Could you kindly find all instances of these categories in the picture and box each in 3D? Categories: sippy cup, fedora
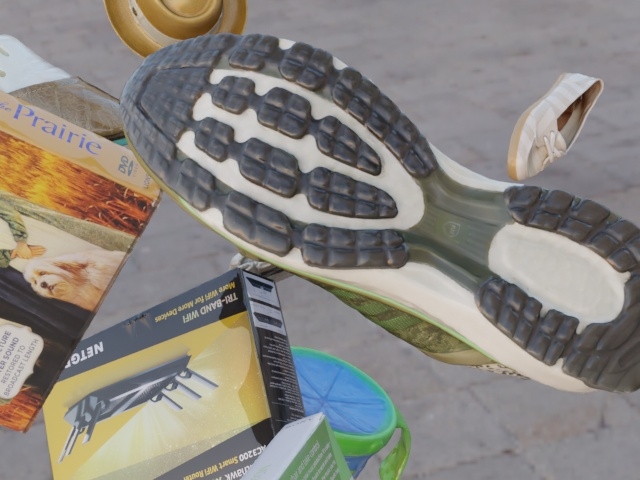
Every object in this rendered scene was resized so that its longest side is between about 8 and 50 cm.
[{"bbox_3d":[-0.029,0.320,2.015,0.305,0.224,0.240,28,24,10],"label":"sippy cup"},{"bbox_3d":[-0.178,-0.313,1.630,0.194,0.194,0.079,-13,-10,-15],"label":"fedora"}]

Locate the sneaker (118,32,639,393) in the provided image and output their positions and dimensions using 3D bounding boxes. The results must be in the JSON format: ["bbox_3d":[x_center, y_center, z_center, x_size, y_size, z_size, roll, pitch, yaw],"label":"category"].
[{"bbox_3d":[0.034,0.007,0.933,0.410,0.182,0.158,29,64,-3],"label":"sneaker"}]

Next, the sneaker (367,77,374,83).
[{"bbox_3d":[0.022,-0.117,1.229,0.091,0.094,0.258,-37,25,-8],"label":"sneaker"}]

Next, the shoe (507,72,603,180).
[{"bbox_3d":[0.323,-0.161,1.798,0.058,0.076,0.219,10,48,36],"label":"shoe"}]

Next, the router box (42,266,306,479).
[{"bbox_3d":[-0.169,0.202,1.473,0.309,0.243,0.081,-26,-25,24],"label":"router box"}]

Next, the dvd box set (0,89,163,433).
[{"bbox_3d":[-0.383,-0.025,1.103,0.420,0.307,0.062,25,31,-16],"label":"dvd box set"}]

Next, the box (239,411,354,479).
[{"bbox_3d":[0.011,0.352,1.223,0.058,0.322,0.232,-19,8,21],"label":"box"}]

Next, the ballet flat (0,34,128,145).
[{"bbox_3d":[-0.323,-0.121,1.217,0.342,0.124,0.116,-9,8,28],"label":"ballet flat"}]

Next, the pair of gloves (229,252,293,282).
[{"bbox_3d":[0.000,0.000,1.634,0.240,0.042,0.204,-22,-7,3],"label":"pair of gloves"}]
